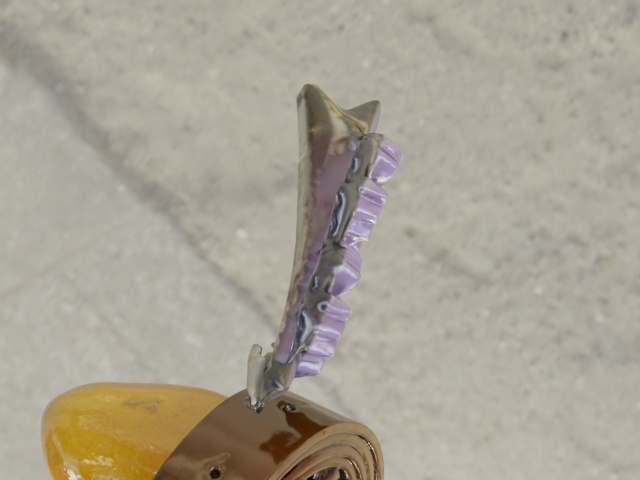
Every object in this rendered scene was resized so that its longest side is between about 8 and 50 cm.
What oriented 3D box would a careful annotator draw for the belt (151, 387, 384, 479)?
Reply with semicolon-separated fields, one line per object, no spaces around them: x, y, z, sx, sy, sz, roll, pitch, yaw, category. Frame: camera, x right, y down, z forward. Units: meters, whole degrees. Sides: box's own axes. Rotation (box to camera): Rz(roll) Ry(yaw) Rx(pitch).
-0.059;0.231;1.336;0.105;0.261;0.184;19;168;35;belt

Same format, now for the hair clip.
0.000;0.000;1.349;0.084;0.292;0.106;22;145;-12;hair clip

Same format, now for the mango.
-0.127;0.177;1.485;0.219;0.145;0.112;19;143;21;mango
